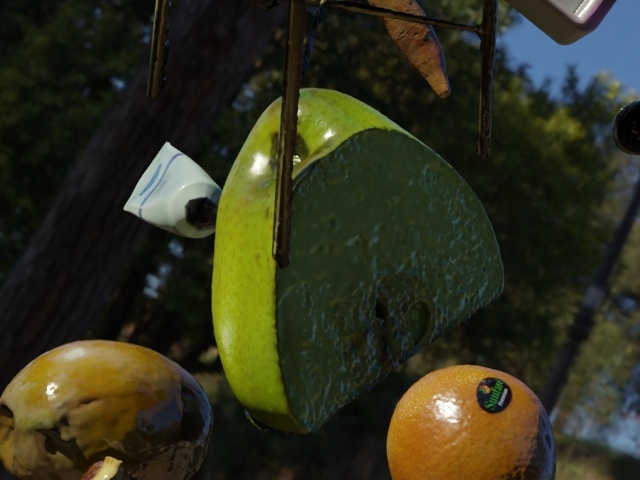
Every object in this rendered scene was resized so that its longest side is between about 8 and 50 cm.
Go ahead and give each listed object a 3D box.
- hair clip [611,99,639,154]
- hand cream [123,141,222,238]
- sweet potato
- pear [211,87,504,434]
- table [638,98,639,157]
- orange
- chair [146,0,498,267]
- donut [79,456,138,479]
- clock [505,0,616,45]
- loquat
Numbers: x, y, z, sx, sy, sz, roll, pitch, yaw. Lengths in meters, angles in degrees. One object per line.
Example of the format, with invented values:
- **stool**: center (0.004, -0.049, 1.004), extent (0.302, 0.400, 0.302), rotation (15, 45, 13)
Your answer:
- **hair clip**: center (0.289, -0.083, 0.957), extent (0.070, 0.039, 0.230), rotation (16, 18, 38)
- **hand cream**: center (-0.185, -0.059, 1.733), extent (0.067, 0.109, 0.321), rotation (33, -2, -20)
- **sweet potato**: center (0.125, -0.360, 2.171), extent (0.314, 0.072, 0.066), rotation (60, 6, 5)
- **pear**: center (0.000, 0.000, 1.194), extent (0.159, 0.292, 0.292), rotation (15, -16, 47)
- **table**: center (0.511, -0.139, 1.809), extent (0.126, 0.126, 0.220), rotation (20, 11, 39)
- **orange**: center (0.168, 0.236, 1.519), extent (0.206, 0.206, 0.206), rotation (27, -10, 5)
- **chair**: center (-0.004, -0.145, 0.568), extent (0.159, 0.170, 0.325), rotation (52, -22, 30)
- **donut**: center (-0.196, 0.318, 1.157), extent (0.151, 0.112, 0.295), rotation (8, -65, 52)
- **clock**: center (0.190, -0.286, 1.195), extent (0.197, 0.150, 0.063), rotation (38, -6, -7)
- **loquat**: center (-0.225, 0.194, 1.458), extent (0.228, 0.179, 0.179), rotation (0, 3, -26)
